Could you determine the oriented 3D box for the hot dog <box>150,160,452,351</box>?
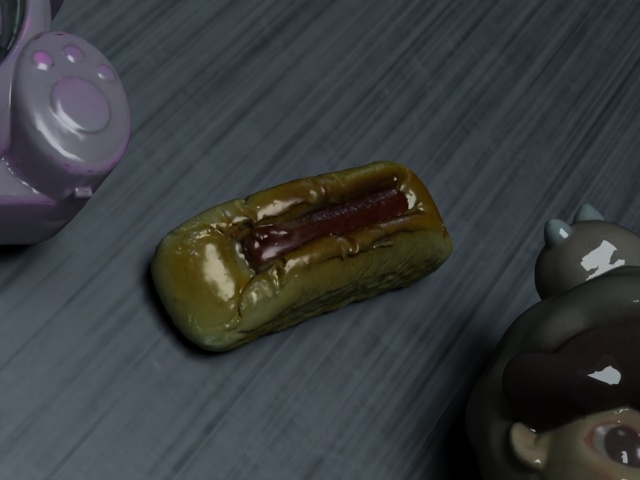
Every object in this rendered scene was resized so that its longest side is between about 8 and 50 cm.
[{"bbox_3d":[0.000,0.000,1.134,0.242,0.073,0.084,-16,66,-44],"label":"hot dog"}]

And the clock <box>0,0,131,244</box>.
[{"bbox_3d":[-0.280,-0.146,0.989,0.296,0.113,0.322,-1,60,-38],"label":"clock"}]

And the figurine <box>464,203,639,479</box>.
[{"bbox_3d":[0.180,0.172,1.077,0.248,0.203,0.380,33,56,-6],"label":"figurine"}]
